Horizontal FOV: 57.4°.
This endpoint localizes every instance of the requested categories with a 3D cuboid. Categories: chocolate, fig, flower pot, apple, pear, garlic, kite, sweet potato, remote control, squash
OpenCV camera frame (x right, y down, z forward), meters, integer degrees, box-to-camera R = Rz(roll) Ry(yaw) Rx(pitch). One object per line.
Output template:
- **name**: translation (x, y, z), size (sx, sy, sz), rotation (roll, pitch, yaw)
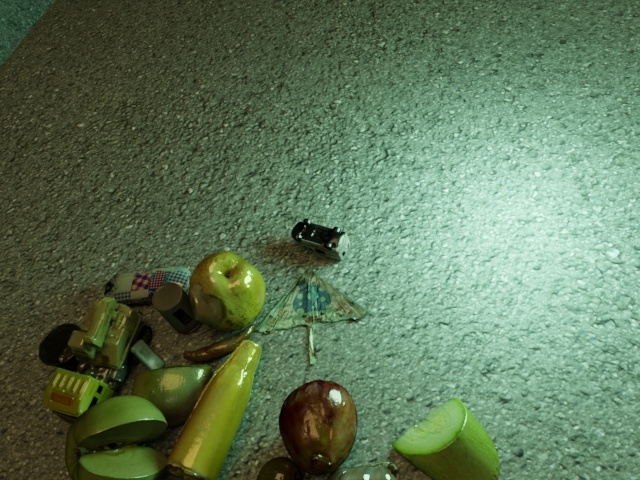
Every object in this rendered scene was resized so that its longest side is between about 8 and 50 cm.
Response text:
- **chocolate**: translation (-0.300, 0.509, 1.767), size (0.162, 0.162, 0.445), rotation (11, 55, 20)
- **fig**: translation (-0.156, 0.688, 1.636), size (0.236, 0.124, 0.124), rotation (-29, 51, 22)
- **flower pot**: translation (-0.863, 0.377, 2.002), size (0.158, 0.106, 0.157), rotation (-8, 52, 10)
- **apple**: translation (-0.579, 0.591, 1.668), size (0.292, 0.254, 0.291), rotation (-8, 78, 45)
- **pear**: translation (-0.307, 0.162, 1.922), size (0.272, 0.271, 0.271), rotation (-6, 55, 9)
- **apple**: translation (-0.482, 0.487, 1.833), size (0.265, 0.120, 0.193), rotation (-9, 65, 11)
- **garlic**: translation (0.106, 0.671, 1.534), size (0.214, 0.160, 0.191), rotation (-2, 51, 9)
- **fig**: translation (-0.008, 0.524, 1.637), size (0.224, 0.224, 0.262), rotation (-4, 59, 11)
- **kite**: translation (-0.029, 0.244, 1.953), size (0.407, 0.014, 0.368), rotation (-9, 54, 7)
- **sweet potato**: translation (-0.324, 0.351, 1.924), size (0.256, 0.058, 0.078), rotation (-24, 36, -8)
- **remote control**: translation (-0.568, 0.383, 1.924), size (0.018, 0.124, 0.053), rotation (-12, 32, 51)
- **squash**: translation (0.362, 0.588, 1.619), size (0.237, 0.155, 0.204), rotation (-36, 19, -10)

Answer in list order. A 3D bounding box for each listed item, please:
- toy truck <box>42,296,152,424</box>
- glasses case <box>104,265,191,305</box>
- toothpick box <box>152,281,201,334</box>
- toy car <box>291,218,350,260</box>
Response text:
- **toy truck**: translation (-0.718, 0.383, 1.881), size (0.181, 0.254, 0.404), rotation (12, 62, 15)
- **glasses case**: translation (-0.623, 0.166, 2.110), size (0.328, 0.076, 0.125), rotation (-8, 56, 9)
- **toothpick box**: translation (-0.478, 0.231, 1.966), size (0.111, 0.180, 0.111), rotation (-8, 54, 10)
- **toy car**: translation (0.000, 0.000, 2.064), size (0.210, 0.108, 0.089), rotation (16, 63, 27)
